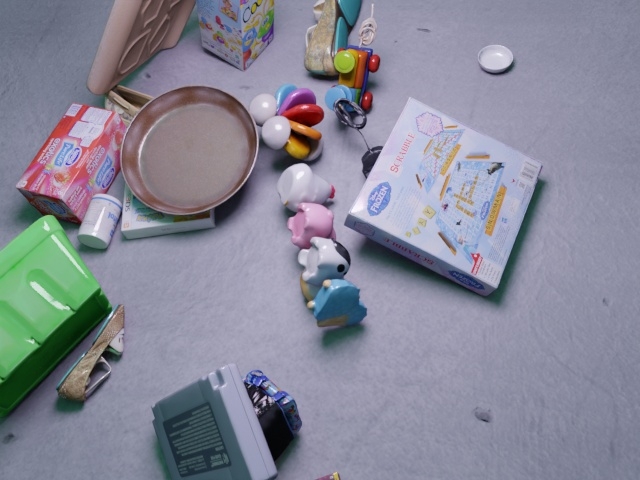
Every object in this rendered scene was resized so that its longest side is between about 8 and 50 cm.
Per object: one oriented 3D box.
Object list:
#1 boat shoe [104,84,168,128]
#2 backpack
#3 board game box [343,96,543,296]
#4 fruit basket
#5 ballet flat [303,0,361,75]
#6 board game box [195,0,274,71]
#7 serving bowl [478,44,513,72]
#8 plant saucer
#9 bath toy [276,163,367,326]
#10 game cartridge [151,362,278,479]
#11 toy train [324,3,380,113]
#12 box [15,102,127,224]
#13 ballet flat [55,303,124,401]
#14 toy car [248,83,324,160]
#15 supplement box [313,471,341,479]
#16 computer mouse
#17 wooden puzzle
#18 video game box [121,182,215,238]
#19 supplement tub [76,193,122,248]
[{"bbox_3d":[-0.406,-0.308,1.410,0.285,0.089,0.104,14,33,16],"label":"boat shoe"},{"bbox_3d":[-0.134,0.293,1.025,0.173,0.158,0.117,28,59,33],"label":"backpack"},{"bbox_3d":[0.256,-0.096,1.194,0.317,0.066,0.319,28,66,3],"label":"board game box"},{"bbox_3d":[-0.641,0.094,1.101,0.391,0.283,0.392,4,68,-9],"label":"fruit basket"},{"bbox_3d":[0.026,-0.565,1.514,0.123,0.123,0.349,6,62,11],"label":"ballet flat"},{"bbox_3d":[-0.208,-0.582,1.438,0.144,0.275,0.142,33,69,8],"label":"board game box"},{"bbox_3d":[0.427,-0.440,1.435,0.083,0.027,0.083,-3,61,6],"label":"serving bowl"},{"bbox_3d":[-0.285,-0.197,1.293,0.310,0.050,0.311,-2,74,6],"label":"plant saucer"},{"bbox_3d":[0.000,0.000,1.186,0.129,0.151,0.348,8,50,-32],"label":"bath toy"},{"bbox_3d":[-0.177,0.324,0.932,0.062,0.297,0.198,-18,79,-41],"label":"game cartridge"},{"bbox_3d":[0.072,-0.414,1.329,0.105,0.248,0.143,16,20,15],"label":"toy train"},{"bbox_3d":[-0.559,-0.177,1.354,0.128,0.123,0.257,13,63,14],"label":"box"},{"bbox_3d":[-0.432,0.225,1.155,0.067,0.073,0.206,33,70,-7],"label":"ballet flat"},{"bbox_3d":[-0.059,-0.276,1.312,0.136,0.159,0.182,-46,57,27],"label":"toy car"},{"bbox_3d":[-0.001,0.432,0.986,0.083,0.043,0.055,-19,61,-3],"label":"supplement box"},{"bbox_3d":[0.103,-0.208,1.288,0.071,0.041,0.242,-29,90,12],"label":"computer mouse"},{"bbox_3d":[-0.412,-0.535,1.380,0.080,0.322,0.348,38,42,-6],"label":"wooden puzzle"},{"bbox_3d":[-0.344,-0.104,1.331,0.205,0.048,0.187,-8,63,2],"label":"video game box"},{"bbox_3d":[-0.489,-0.043,1.300,0.070,0.071,0.107,4,62,10],"label":"supplement tub"}]
